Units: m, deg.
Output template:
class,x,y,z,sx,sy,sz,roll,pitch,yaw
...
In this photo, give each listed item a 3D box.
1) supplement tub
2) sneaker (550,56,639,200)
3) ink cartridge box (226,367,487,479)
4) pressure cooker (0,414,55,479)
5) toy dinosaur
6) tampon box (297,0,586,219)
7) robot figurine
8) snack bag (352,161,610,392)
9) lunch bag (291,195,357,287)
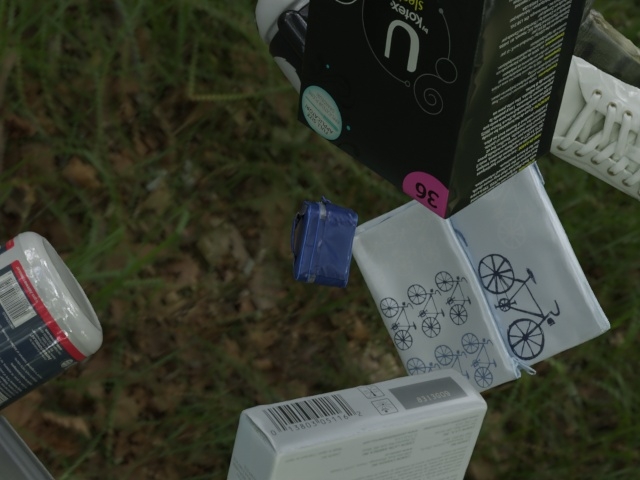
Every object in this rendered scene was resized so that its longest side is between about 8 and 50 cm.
class,x,y,z,sx,sy,sz,roll,pitch,yaw
supplement tub,-0.450,0.130,1.786,0.272,0.191,0.191,-31,89,-3
sneaker,0.293,-0.089,1.194,0.290,0.106,0.123,18,26,-23
ink cartridge box,0.020,0.352,1.657,0.308,0.385,0.091,-8,38,-33
pressure cooker,-0.429,0.425,1.576,0.375,0.370,0.420,-16,44,-37
toy dinosaur,0.177,-0.175,0.935,0.268,0.064,0.118,29,71,18
tampon box,0.067,-0.119,0.737,0.101,0.161,0.120,-31,53,-34
robot figurine,0.025,-0.269,1.886,0.173,0.209,0.278,-33,83,-18
snack bag,0.238,0.065,2.033,0.037,0.342,0.323,-12,77,-61
lunch bag,0.000,0.000,1.472,0.065,0.067,0.098,7,96,-9
